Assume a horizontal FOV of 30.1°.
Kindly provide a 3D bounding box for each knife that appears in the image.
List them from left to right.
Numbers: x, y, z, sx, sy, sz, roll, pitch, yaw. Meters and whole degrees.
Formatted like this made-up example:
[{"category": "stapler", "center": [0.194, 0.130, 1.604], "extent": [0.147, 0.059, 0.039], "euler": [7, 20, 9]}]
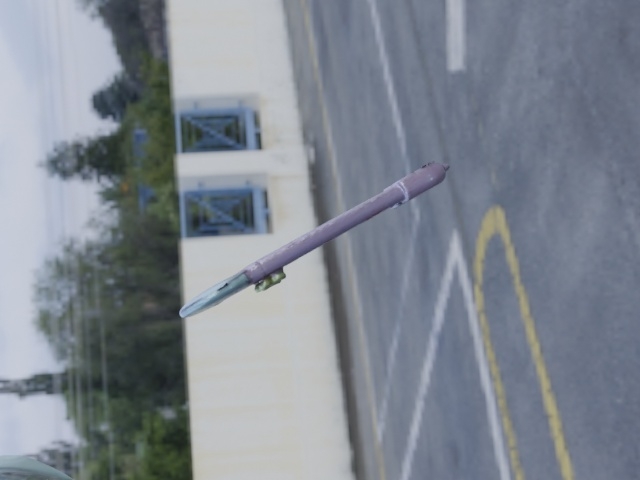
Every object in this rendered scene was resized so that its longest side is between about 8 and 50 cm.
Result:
[{"category": "knife", "center": [0.000, 0.001, 1.460], "extent": [0.038, 0.398, 0.132], "euler": [60, 161, -2]}]

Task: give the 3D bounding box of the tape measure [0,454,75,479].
[{"category": "tape measure", "center": [-0.304, 0.318, 1.058], "extent": [0.262, 0.259, 0.138], "euler": [18, 125, 34]}]
